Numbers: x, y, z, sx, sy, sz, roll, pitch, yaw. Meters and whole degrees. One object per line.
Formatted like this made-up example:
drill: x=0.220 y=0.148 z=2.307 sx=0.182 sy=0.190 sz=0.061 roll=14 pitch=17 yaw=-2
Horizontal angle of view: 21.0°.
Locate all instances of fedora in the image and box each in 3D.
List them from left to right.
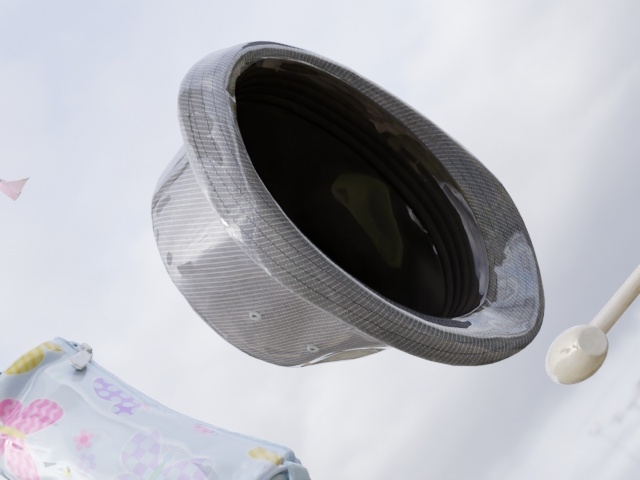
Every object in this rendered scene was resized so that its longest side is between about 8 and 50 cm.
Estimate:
fedora: x=0.000 y=0.000 z=1.099 sx=0.275 sy=0.243 sz=0.124 roll=23 pitch=-51 yaw=-34

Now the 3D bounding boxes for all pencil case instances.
pencil case: x=-0.137 y=0.174 z=1.331 sx=0.124 sy=0.273 sz=0.113 roll=-57 pitch=-33 yaw=-16

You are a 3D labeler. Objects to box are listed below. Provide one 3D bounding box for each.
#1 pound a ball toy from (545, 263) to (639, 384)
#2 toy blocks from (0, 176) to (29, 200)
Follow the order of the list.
pound a ball toy: x=0.379 y=0.052 z=1.530 sx=0.319 sy=0.208 sz=0.136 roll=-47 pitch=-6 yaw=-17
toy blocks: x=-0.400 y=-0.055 z=1.418 sx=0.288 sy=0.260 sz=0.309 roll=-41 pitch=13 yaw=51
